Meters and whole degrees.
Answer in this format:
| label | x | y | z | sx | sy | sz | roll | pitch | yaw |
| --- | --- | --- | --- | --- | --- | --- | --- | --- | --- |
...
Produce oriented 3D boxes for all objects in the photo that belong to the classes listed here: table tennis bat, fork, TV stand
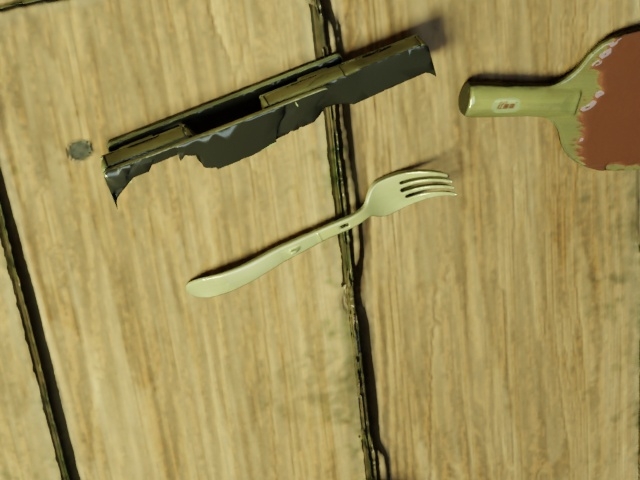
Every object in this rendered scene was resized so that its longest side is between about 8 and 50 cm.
| label | x | y | z | sx | sy | sz | roll | pitch | yaw |
| --- | --- | --- | --- | --- | --- | --- | --- | --- | --- |
| table tennis bat | 0.216 | -0.107 | 1.469 | 0.234 | 0.022 | 0.131 | -2 | 126 | -21 |
| fork | -0.002 | -0.005 | 1.466 | 0.219 | 0.028 | 0.034 | -24 | 137 | 3 |
| TV stand | -0.038 | -0.090 | 1.374 | 0.249 | 0.042 | 0.036 | -22 | 127 | -4 |
